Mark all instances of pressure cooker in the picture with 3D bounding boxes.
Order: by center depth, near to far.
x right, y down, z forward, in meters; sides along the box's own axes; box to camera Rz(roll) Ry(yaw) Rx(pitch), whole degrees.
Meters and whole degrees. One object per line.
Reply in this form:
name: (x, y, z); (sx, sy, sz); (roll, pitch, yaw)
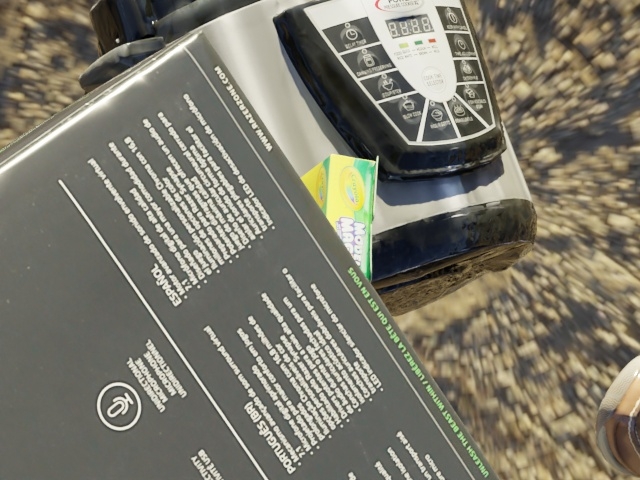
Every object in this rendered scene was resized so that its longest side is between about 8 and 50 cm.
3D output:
pressure cooker: (-0.023, -0.123, 1.824); (0.375, 0.370, 0.420); (-21, 80, 5)

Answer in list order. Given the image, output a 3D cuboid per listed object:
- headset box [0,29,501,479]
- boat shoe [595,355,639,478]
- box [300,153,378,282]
headset box: (-0.091, 0.124, 0.527); (0.283, 0.131, 0.246); (-40, 100, -31)
boat shoe: (0.368, 0.204, 1.774); (0.116, 0.324, 0.123); (26, 83, 42)
box: (0.000, 0.000, 1.495); (0.043, 0.179, 0.105); (10, 73, -21)
